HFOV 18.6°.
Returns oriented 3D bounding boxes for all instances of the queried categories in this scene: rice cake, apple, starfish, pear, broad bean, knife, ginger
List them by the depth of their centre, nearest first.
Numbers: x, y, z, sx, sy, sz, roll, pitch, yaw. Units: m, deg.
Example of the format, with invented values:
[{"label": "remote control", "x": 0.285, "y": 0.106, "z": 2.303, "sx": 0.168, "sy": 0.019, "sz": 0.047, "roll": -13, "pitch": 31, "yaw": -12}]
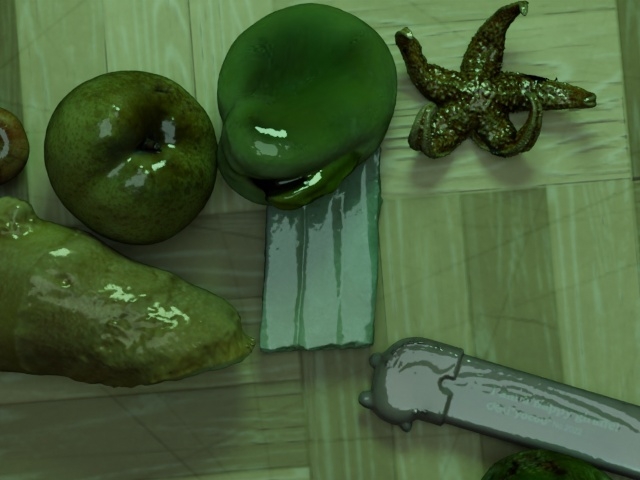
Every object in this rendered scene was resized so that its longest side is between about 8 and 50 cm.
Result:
[{"label": "pear", "x": -0.174, "y": -0.078, "z": 1.822, "sx": 0.167, "sy": 0.136, "sz": 0.167, "roll": 9, "pitch": 73, "yaw": -30}, {"label": "ginger", "x": -0.234, "y": 0.065, "z": 1.823, "sx": 0.354, "sy": 0.126, "sz": 0.190, "roll": 15, "pitch": 105, "yaw": -2}, {"label": "broad bean", "x": -0.013, "y": -0.128, "z": 1.824, "sx": 0.169, "sy": 0.100, "sz": 0.228, "roll": 10, "pitch": 64, "yaw": -6}, {"label": "knife", "x": 0.237, "y": 0.171, "z": 1.857, "sx": 0.398, "sy": 0.038, "sz": 0.132, "roll": 16, "pitch": 80, "yaw": 3}, {"label": "starfish", "x": 0.165, "y": -0.152, "z": 1.861, "sx": 0.189, "sy": 0.074, "sz": 0.146, "roll": -1, "pitch": 87, "yaw": 0}, {"label": "apple", "x": -0.319, "y": -0.090, "z": 1.864, "sx": 0.084, "sy": 0.071, "sz": 0.084, "roll": 0, "pitch": 91, "yaw": -6}, {"label": "rice cake", "x": 0.000, "y": 0.000, "z": 1.870, "sx": 0.124, "sy": 0.038, "sz": 0.211, "roll": -3, "pitch": 86, "yaw": 1}]

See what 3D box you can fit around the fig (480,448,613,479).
[{"label": "fig", "x": 0.257, "y": 0.304, "z": 1.789, "sx": 0.235, "sy": 0.203, "sz": 0.203, "roll": 13, "pitch": 86, "yaw": -20}]
